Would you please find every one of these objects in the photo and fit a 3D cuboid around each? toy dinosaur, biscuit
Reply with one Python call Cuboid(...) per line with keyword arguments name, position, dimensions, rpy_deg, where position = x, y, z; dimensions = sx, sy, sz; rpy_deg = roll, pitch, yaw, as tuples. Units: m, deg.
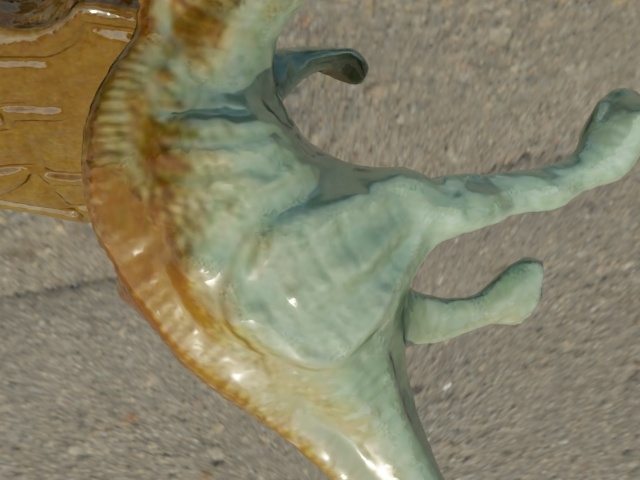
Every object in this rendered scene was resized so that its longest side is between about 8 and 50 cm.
Cuboid(name="toy dinosaur", position=(0.020, 0.023, 0.479), dimensions=(0.205, 0.092, 0.393), rpy_deg=(-7, 96, -29))
Cuboid(name="biscuit", position=(-0.123, -0.055, 0.636), dimensions=(0.215, 0.182, 0.034), rpy_deg=(-5, 61, 7))
